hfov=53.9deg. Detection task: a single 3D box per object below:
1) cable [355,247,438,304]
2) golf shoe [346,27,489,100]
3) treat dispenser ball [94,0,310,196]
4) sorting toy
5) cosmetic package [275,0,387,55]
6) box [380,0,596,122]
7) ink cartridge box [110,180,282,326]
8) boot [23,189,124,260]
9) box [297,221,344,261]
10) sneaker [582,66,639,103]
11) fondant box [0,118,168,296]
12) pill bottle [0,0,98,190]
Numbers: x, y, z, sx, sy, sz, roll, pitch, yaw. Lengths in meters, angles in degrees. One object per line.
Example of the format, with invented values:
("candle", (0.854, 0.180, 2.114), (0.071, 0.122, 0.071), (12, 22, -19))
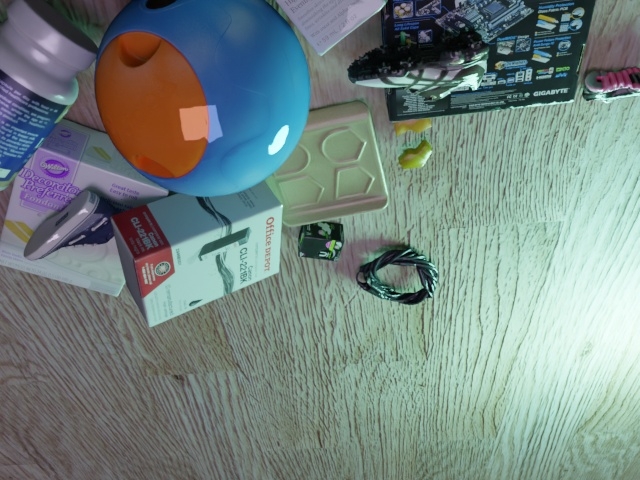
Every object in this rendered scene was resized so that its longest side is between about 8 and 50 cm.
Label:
("cable", (0.179, 0.079, 1.366), (0.184, 0.047, 0.150), (29, 124, -26))
("golf shoe", (0.139, -0.232, 0.896), (0.198, 0.077, 0.094), (-7, 138, 9))
("treat dispenser ball", (-0.157, -0.204, 0.858), (0.288, 0.288, 0.288), (-1, 138, -1))
("sorting toy", (0.048, -0.143, 1.122), (0.307, 0.041, 0.229), (-11, 132, 9))
("cosmetic package", (-0.025, -0.366, 0.790), (0.117, 0.085, 0.231), (-31, 114, 30))
("box", (0.235, -0.320, 0.906), (0.296, 0.073, 0.293), (-6, 137, 5))
("ink cartridge box", (-0.211, 0.011, 1.127), (0.273, 0.114, 0.197), (-23, 145, -24))
("boot", (-0.422, -0.007, 1.083), (0.190, 0.069, 0.086), (-30, 135, 25))
("box", (0.000, 0.000, 1.260), (0.083, 0.052, 0.062), (8, 135, -10))
("sneaker", (0.484, -0.247, 1.024), (0.119, 0.047, 0.057), (1, 152, 2))
("fondant box", (-0.438, -0.051, 1.156), (0.238, 0.096, 0.330), (19, 132, -21))
("pill bottle", (-0.447, -0.209, 0.898), (0.153, 0.153, 0.264), (35, 105, -34))
